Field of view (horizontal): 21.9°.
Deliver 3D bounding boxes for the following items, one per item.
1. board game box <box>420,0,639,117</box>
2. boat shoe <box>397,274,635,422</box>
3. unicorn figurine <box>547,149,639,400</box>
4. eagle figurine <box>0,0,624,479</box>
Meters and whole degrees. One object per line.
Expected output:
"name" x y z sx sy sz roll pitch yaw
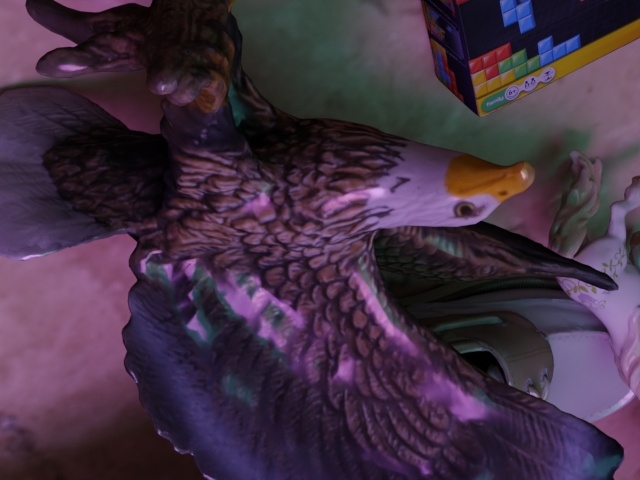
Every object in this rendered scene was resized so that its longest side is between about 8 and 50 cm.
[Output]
"board game box" 0.127 -0.157 0.797 0.170 0.048 0.141 -28 134 -11
"boat shoe" 0.070 0.084 0.902 0.302 0.103 0.113 -1 121 -31
"unicorn figurine" 0.174 0.028 0.918 0.162 0.111 0.060 32 148 -24
"eagle figurine" 0.008 0.002 0.720 0.226 0.225 0.298 -43 127 -11
